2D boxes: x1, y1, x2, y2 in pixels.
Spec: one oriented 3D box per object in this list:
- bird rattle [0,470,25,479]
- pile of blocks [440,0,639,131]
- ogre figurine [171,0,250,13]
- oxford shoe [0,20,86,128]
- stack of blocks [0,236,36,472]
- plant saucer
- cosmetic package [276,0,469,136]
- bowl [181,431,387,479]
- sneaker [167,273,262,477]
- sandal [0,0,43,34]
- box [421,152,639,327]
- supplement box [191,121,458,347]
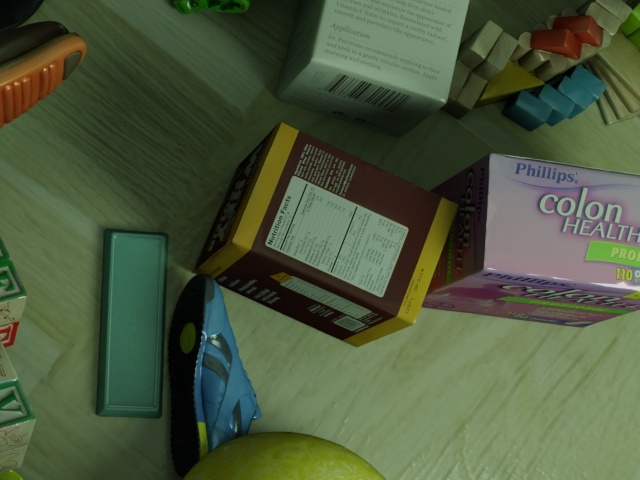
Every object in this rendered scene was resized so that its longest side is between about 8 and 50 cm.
[{"bbox_3d":[-0.407,0.242,1.411,0.253,0.143,0.207,21,91,-7],"label":"bird rattle"},{"bbox_3d":[0.302,-0.203,1.692,0.362,0.112,0.149,-21,85,-18],"label":"pile of blocks"},{"bbox_3d":[-0.063,-0.299,1.596,0.097,0.197,0.118,34,53,-21],"label":"ogre figurine"},{"bbox_3d":[-0.378,-0.130,1.298,0.363,0.130,0.133,-23,81,-18],"label":"oxford shoe"},{"bbox_3d":[-0.359,0.074,1.394,0.171,0.087,0.297,-13,58,-31],"label":"stack of blocks"},{"bbox_3d":[-0.189,0.083,1.553,0.067,0.018,0.192,4,79,-14],"label":"plant saucer"},{"bbox_3d":[0.059,-0.229,1.610,0.151,0.151,0.184,17,76,-12],"label":"cosmetic package"},{"bbox_3d":[0.004,0.316,1.438,0.289,0.156,0.289,11,71,-35],"label":"bowl"},{"bbox_3d":[-0.104,0.139,1.545,0.082,0.069,0.209,6,75,-33],"label":"sneaker"},{"bbox_3d":[-0.288,-0.307,1.582,0.097,0.054,0.254,47,72,-2],"label":"sandal"},{"bbox_3d":[0.224,0.007,1.562,0.213,0.243,0.117,8,77,-14],"label":"box"},{"bbox_3d":[0.000,0.000,1.528,0.194,0.191,0.129,25,74,-10],"label":"supplement box"}]
